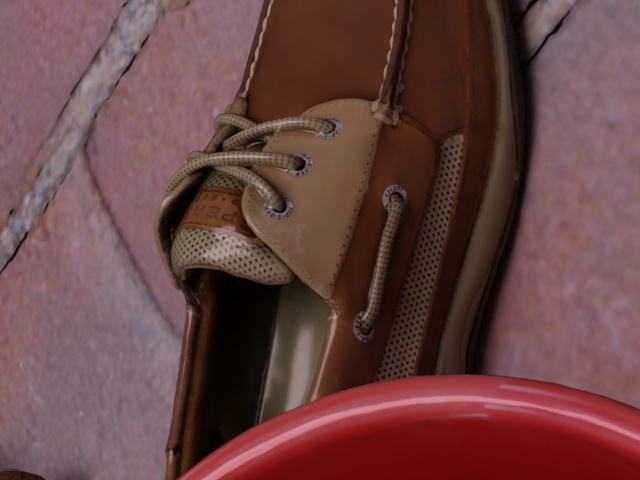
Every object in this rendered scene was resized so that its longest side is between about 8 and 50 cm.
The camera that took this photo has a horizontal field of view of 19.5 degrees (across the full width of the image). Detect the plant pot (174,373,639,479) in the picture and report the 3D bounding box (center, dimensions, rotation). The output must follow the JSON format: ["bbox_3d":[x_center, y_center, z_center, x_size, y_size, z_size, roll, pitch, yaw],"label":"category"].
[{"bbox_3d":[0.081,0.196,0.510,0.275,0.243,0.274,-12,67,28],"label":"plant pot"}]

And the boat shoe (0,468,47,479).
[{"bbox_3d":[-0.194,0.237,0.930,0.095,0.095,0.257,4,78,58],"label":"boat shoe"}]

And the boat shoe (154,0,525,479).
[{"bbox_3d":[0.000,0.000,0.750,0.123,0.120,0.324,-5,80,46],"label":"boat shoe"}]
